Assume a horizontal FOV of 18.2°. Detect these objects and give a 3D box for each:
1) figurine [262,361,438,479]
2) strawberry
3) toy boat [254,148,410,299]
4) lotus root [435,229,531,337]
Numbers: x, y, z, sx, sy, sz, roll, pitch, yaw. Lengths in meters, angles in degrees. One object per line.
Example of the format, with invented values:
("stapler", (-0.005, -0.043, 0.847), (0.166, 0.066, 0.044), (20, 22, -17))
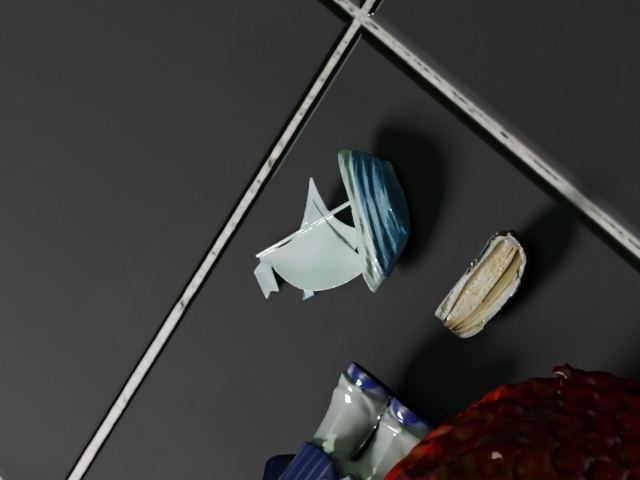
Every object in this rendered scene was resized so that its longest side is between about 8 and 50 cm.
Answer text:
("figurine", (-0.031, 0.213, 1.394), (0.194, 0.133, 0.274), (14, 82, 22))
("strawberry", (0.124, 0.162, 1.195), (0.205, 0.244, 0.205), (-9, 75, 37))
("toy boat", (0.008, 0.005, 1.445), (0.149, 0.034, 0.105), (-48, 55, 22))
("lotus root", (0.116, 0.029, 1.360), (0.037, 0.030, 0.083), (37, 112, 4))
